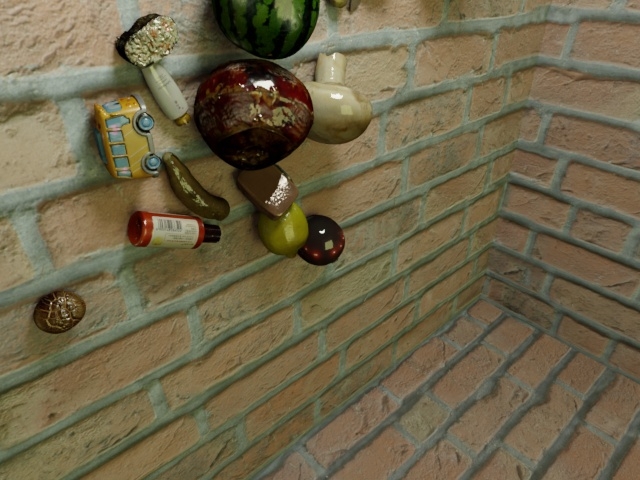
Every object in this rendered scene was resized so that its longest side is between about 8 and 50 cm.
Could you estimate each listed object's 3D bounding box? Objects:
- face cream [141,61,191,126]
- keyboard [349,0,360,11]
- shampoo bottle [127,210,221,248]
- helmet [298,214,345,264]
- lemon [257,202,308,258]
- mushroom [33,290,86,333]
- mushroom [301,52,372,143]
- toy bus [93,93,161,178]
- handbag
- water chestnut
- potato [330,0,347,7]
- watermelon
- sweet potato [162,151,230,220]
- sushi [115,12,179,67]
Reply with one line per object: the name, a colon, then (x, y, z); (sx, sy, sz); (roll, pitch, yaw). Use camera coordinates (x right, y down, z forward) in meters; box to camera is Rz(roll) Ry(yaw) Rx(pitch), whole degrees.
face cream: (-0.411, -0.392, 1.201); (0.072, 0.051, 0.182); (-47, 140, -21)
keyboard: (0.117, -0.824, 1.456); (0.055, 0.017, 0.166); (-45, 170, -10)
shampoo bottle: (-0.431, -0.027, 1.367); (0.278, 0.104, 0.105); (4, 111, -47)
helmet: (0.000, 0.000, 1.799); (0.189, 0.193, 0.216); (-40, 108, -20)
lemon: (-0.137, -0.054, 1.610); (0.184, 0.184, 0.249); (-27, 113, -34)
mushroom: (-0.712, 0.197, 1.226); (0.126, 0.084, 0.109); (-51, 140, -18)
mushroom: (0.039, -0.472, 1.474); (0.292, 0.292, 0.290); (17, 84, -50)
toy bus: (-0.497, -0.258, 1.141); (0.136, 0.126, 0.210); (-17, 126, -29)
handbag: (-0.171, -0.175, 1.493); (0.151, 0.193, 0.072); (-46, -178, -20)
water chestnut: (-0.197, -0.378, 1.292); (0.350, 0.350, 0.303); (31, 48, -51)
potato: (0.059, -0.815, 1.416); (0.091, 0.070, 0.138); (-45, 154, -46)
watermelon: (-0.140, -0.624, 1.162); (0.285, 0.285, 0.285); (-26, 130, -34)
sweet potato: (-0.386, -0.151, 1.369); (0.286, 0.085, 0.112); (48, 42, -39)
sushi: (-0.423, -0.493, 1.103); (0.150, 0.078, 0.091); (-46, 139, -17)
